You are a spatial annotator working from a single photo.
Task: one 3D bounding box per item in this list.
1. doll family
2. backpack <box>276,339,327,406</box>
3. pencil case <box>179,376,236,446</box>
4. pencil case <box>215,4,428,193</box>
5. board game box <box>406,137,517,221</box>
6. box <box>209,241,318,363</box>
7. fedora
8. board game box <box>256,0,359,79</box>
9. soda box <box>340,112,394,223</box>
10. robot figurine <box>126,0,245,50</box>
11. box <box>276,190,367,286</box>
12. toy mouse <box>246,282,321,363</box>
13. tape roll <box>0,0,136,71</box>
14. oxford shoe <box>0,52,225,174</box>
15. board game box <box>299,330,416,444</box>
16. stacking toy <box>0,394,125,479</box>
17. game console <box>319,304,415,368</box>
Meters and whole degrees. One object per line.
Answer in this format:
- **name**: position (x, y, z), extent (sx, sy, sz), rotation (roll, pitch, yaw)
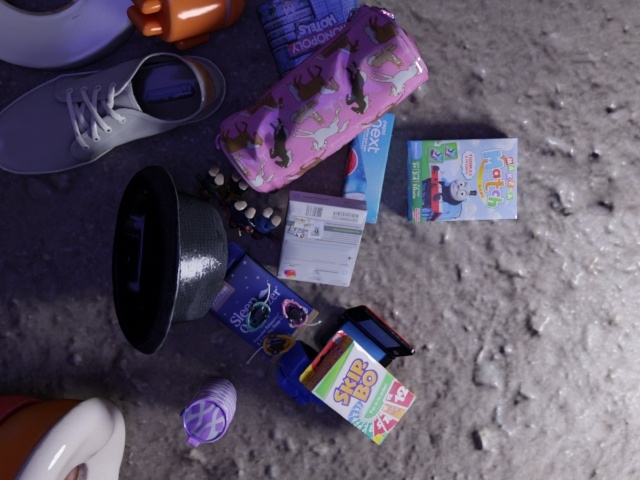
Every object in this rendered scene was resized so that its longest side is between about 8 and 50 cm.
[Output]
- **doll family**: position (-0.153, -0.062, 1.234), extent (0.076, 0.111, 0.193), rotation (-36, 86, -32)
- **backpack**: position (-0.020, 0.270, 1.293), extent (0.120, 0.098, 0.101), rotation (40, 98, -20)
- **pencil case**: position (-0.205, 0.318, 1.232), extent (0.087, 0.206, 0.088), rotation (24, 90, -1)
- **pencil case**: position (-0.003, -0.240, 1.154), extent (0.386, 0.160, 0.167), rotation (-36, 75, 16)
- **board game box**: position (0.277, -0.119, 1.287), extent (0.212, 0.039, 0.160), rotation (-2, 98, -4)
- **box**: position (-0.133, 0.122, 1.294), extent (0.225, 0.036, 0.136), rotation (40, 93, -7)
- **fedora**: position (-0.263, 0.035, 1.189), extent (0.153, 0.334, 0.333), rotation (1, 99, -35)
- **board game box**: position (0.004, -0.376, 1.223), extent (0.194, 0.060, 0.194), rotation (-22, 98, -1)
- **soda box**: position (0.085, -0.142, 1.257), extent (0.071, 0.067, 0.209), rotation (9, 96, -5)
- **robot figurine**: position (-0.226, -0.422, 1.149), extent (0.220, 0.128, 0.158), rotation (-25, 111, -27)
- **box**: position (0.000, 0.000, 1.242), extent (0.145, 0.038, 0.186), rotation (7, 126, -5)
- **toy mouse**: position (-0.086, 0.146, 1.265), extent (0.161, 0.031, 0.143), rotation (-16, 100, -3)
- **tape roll**: position (-0.494, -0.499, 1.166), extent (0.393, 0.072, 0.391), rotation (0, 97, -3)
- **oxford shoe**: position (-0.393, -0.235, 1.182), extent (0.450, 0.130, 0.169), rotation (-16, 100, 0)
- **board game box**: position (0.076, 0.287, 1.268), extent (0.124, 0.039, 0.259), rotation (-50, 122, -8)
- **stacking toy**: position (-0.639, 0.385, 1.196), extent (0.480, 0.350, 0.350), rotation (19, 96, 10)
- **game console**: position (0.091, 0.208, 1.299), extent (0.144, 0.124, 0.085), rotation (42, 67, -9)
